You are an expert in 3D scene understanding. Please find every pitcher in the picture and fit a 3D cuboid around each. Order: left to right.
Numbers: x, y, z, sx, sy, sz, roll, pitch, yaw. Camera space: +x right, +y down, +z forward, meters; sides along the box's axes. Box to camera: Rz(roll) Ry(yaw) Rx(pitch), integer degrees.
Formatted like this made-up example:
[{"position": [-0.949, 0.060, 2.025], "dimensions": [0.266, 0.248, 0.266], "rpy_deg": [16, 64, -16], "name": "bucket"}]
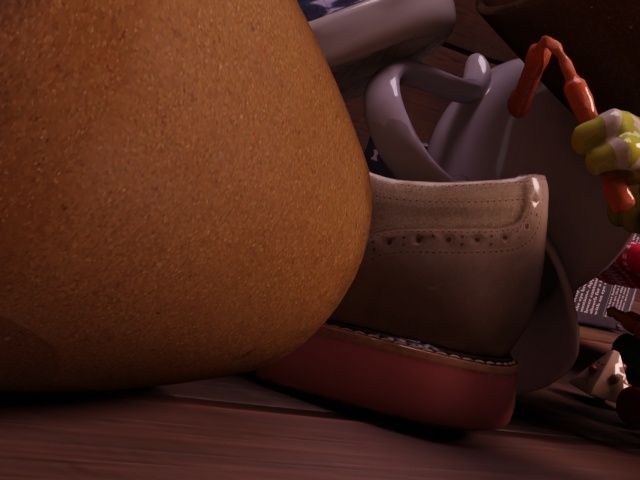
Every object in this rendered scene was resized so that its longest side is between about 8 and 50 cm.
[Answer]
[{"position": [0.097, -0.042, 0.863], "dimensions": [0.125, 0.178, 0.207], "rpy_deg": [-19, 19, 30], "name": "pitcher"}]

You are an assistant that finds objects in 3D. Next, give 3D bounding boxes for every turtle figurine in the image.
[{"position": [0.184, 0.032, 0.697], "dimensions": [0.217, 0.087, 0.269], "rpy_deg": [62, 3, 40], "name": "turtle figurine"}]

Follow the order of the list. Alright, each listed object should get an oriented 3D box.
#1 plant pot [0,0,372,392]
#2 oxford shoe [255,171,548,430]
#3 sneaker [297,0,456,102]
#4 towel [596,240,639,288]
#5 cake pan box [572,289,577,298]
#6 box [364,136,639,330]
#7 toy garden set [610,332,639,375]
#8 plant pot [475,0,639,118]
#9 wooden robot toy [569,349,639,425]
[{"position": [-0.098, -0.044, 0.538], "dimensions": [0.237, 0.237, 0.254], "rpy_deg": [20, -7, 37], "name": "plant pot"}, {"position": [-0.065, -0.024, 0.733], "dimensions": [0.348, 0.130, 0.123], "rpy_deg": [17, 5, 5], "name": "oxford shoe"}, {"position": [-0.107, -0.124, 0.852], "dimensions": [0.350, 0.148, 0.131], "rpy_deg": [-12, -5, 14], "name": "sneaker"}, {"position": [0.237, 0.028, 1.064], "dimensions": [0.199, 0.031, 0.275], "rpy_deg": [18, 1, -44], "name": "towel"}, {"position": [0.000, 0.000, 1.035], "dimensions": [0.245, 0.070, 0.267], "rpy_deg": [8, 10, -43], "name": "cake pan box"}, {"position": [0.146, -0.008, 1.317], "dimensions": [0.207, 0.108, 0.153], "rpy_deg": [11, 7, -38], "name": "box"}, {"position": [0.345, 0.106, 1.057], "dimensions": [0.244, 0.049, 0.204], "rpy_deg": [15, 6, -17], "name": "toy garden set"}, {"position": [0.229, -0.084, 0.799], "dimensions": [0.230, 0.215, 0.215], "rpy_deg": [54, -3, -13], "name": "plant pot"}, {"position": [0.213, 0.072, 0.859], "dimensions": [0.076, 0.079, 0.173], "rpy_deg": [11, 7, -44], "name": "wooden robot toy"}]
